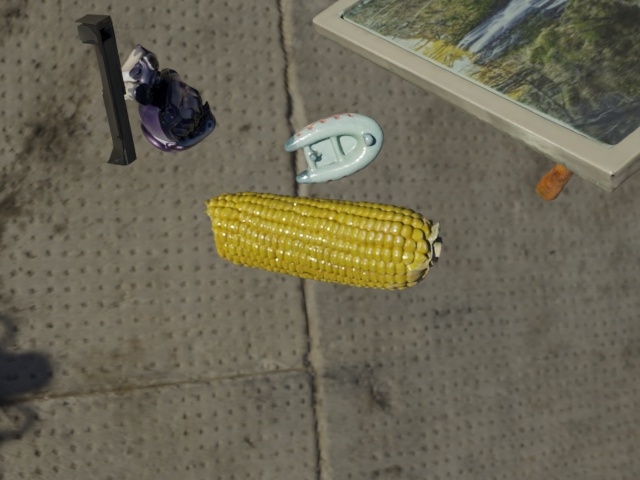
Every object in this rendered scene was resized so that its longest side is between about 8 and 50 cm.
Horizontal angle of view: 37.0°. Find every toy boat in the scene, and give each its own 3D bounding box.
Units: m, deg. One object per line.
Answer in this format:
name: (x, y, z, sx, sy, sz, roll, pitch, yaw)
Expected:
toy boat: (0.034, -0.192, 1.997, 0.208, 0.079, 0.134, -18, 106, 1)

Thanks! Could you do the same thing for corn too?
corn: (0.000, 0.000, 1.519, 0.387, 0.144, 0.144, 4, 78, 15)

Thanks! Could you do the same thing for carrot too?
carrot: (0.538, -0.156, 2.094, 0.057, 0.224, 0.057, 3, 68, -8)

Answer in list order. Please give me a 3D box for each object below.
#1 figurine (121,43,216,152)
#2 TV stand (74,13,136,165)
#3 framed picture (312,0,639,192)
figurine: (-0.299, -0.251, 1.821, 0.222, 0.145, 0.145, 43, 62, -43)
TV stand: (-0.357, -0.247, 1.598, 0.040, 0.049, 0.256, -50, 143, -49)
framed picture: (0.173, -0.173, 0.704, 0.240, 0.324, 0.020, -37, 135, -13)
